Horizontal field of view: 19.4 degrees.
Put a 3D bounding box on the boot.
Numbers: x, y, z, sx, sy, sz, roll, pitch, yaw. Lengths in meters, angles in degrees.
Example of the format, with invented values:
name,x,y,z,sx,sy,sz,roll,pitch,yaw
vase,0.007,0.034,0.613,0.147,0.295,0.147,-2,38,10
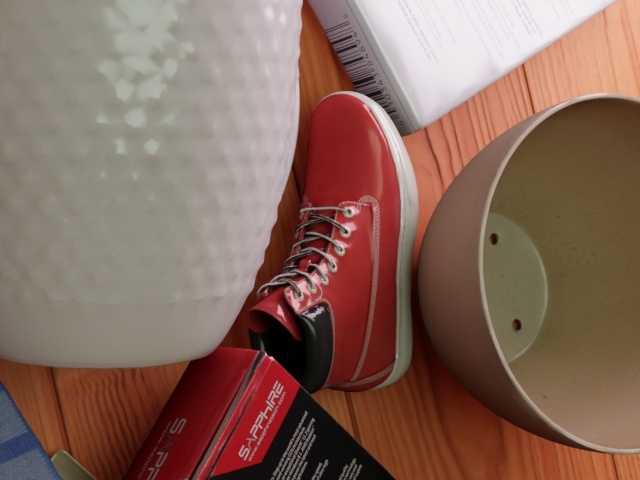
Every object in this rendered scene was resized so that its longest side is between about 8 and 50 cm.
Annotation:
name,x,y,z,sx,sy,sz,roll,pitch,yaw
boot,0.000,0.000,1.469,0.176,0.088,0.244,0,85,-58

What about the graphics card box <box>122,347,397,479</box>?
name,x,y,z,sx,sy,sz,roll,pitch,yaw
graphics card box,-0.012,0.276,1.407,0.371,0.094,0.232,45,61,-34

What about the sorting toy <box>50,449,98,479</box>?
name,x,y,z,sx,sy,sz,roll,pitch,yaw
sorting toy,-0.205,0.189,1.412,0.083,0.012,0.062,46,70,-21

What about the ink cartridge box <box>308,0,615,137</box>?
name,x,y,z,sx,sy,sz,roll,pitch,yaw
ink cartridge box,0.106,-0.302,1.613,0.330,0.071,0.324,-34,100,-31

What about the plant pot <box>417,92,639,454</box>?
name,x,y,z,sx,sy,sz,roll,pitch,yaw
plant pot,0.188,0.033,1.546,0.284,0.191,0.284,4,83,-32

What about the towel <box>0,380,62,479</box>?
name,x,y,z,sx,sy,sz,roll,pitch,yaw
towel,-0.328,0.161,1.271,0.285,0.034,0.209,-17,55,-31

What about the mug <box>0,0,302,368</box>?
name,x,y,z,sx,sy,sz,roll,pitch,yaw
mug,-0.129,-0.087,1.364,0.374,0.276,0.328,-8,101,-59
